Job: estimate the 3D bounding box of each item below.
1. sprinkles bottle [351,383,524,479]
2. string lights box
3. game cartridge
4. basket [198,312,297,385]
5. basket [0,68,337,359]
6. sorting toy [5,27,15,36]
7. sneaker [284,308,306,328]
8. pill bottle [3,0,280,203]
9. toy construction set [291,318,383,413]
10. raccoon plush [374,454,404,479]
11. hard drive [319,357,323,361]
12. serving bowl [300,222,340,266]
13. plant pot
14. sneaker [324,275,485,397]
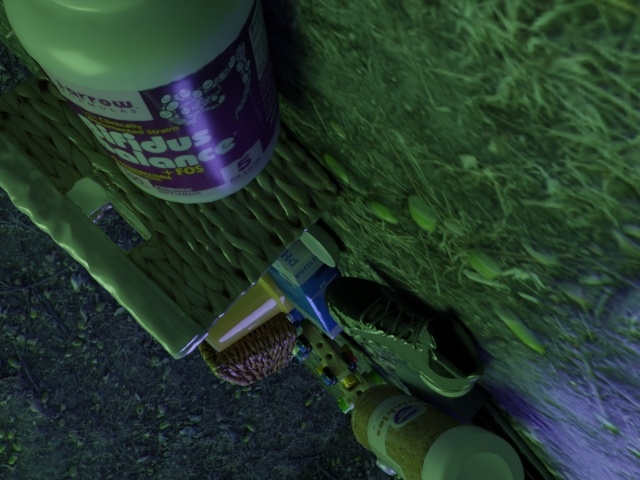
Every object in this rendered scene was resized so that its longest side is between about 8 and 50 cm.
[{"bbox_3d":[0.152,0.303,0.902,0.121,0.121,0.355,47,167,-8],"label":"sprinkles bottle"},{"bbox_3d":[-0.030,0.060,1.053,0.133,0.077,0.260,37,165,31],"label":"string lights box"},{"bbox_3d":[0.250,0.307,1.002,0.297,0.062,0.198,49,163,-17],"label":"game cartridge"},{"bbox_3d":[-0.231,0.208,1.480,0.299,0.223,0.214,52,149,25],"label":"basket"},{"bbox_3d":[-0.201,-0.066,0.766,0.328,0.266,0.331,47,168,-8],"label":"basket"},{"bbox_3d":[-0.708,-0.505,1.432,0.083,0.075,0.045,29,159,53],"label":"sorting toy"},{"bbox_3d":[-0.089,0.185,1.689,0.083,0.071,0.191,45,161,29],"label":"sneaker"},{"bbox_3d":[-0.125,-0.156,0.460,0.169,0.169,0.301,42,168,14],"label":"pill bottle"},{"bbox_3d":[0.032,0.305,1.508,0.327,0.151,0.215,33,171,23],"label":"toy construction set"},{"bbox_3d":[0.339,0.650,1.516,0.446,0.216,0.299,37,-176,3],"label":"raccoon plush"},{"bbox_3d":[0.143,0.518,2.030,0.319,0.040,0.210,50,166,-21],"label":"hard drive"},{"bbox_3d":[0.000,0.000,0.877,0.083,0.027,0.083,42,166,13],"label":"serving bowl"},{"bbox_3d":[-0.185,0.094,1.286,0.254,0.239,0.254,43,166,13],"label":"plant pot"},{"bbox_3d":[0.110,0.102,0.760,0.228,0.086,0.132,33,161,9],"label":"sneaker"}]
